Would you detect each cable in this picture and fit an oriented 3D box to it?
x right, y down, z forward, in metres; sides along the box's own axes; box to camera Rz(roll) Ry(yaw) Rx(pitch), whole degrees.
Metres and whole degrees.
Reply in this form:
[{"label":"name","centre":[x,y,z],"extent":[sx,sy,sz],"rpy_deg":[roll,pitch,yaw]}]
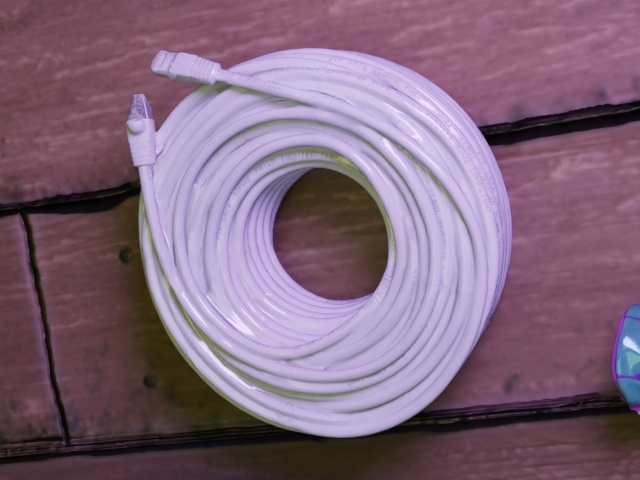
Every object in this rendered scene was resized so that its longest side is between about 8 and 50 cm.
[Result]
[{"label":"cable","centre":[0.000,0.000,1.036],"extent":[0.257,0.089,0.257],"rpy_deg":[5,102,19]}]

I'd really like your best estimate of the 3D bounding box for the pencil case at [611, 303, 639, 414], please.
[{"label":"pencil case","centre":[0.262,0.082,0.964],"extent":[0.151,0.064,0.070],"rpy_deg":[6,85,20]}]
